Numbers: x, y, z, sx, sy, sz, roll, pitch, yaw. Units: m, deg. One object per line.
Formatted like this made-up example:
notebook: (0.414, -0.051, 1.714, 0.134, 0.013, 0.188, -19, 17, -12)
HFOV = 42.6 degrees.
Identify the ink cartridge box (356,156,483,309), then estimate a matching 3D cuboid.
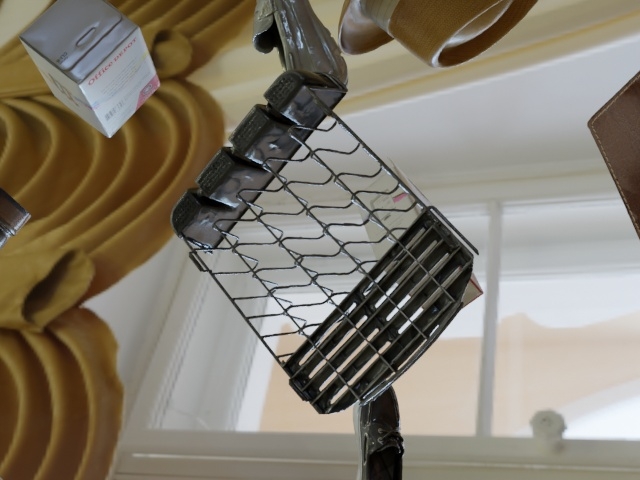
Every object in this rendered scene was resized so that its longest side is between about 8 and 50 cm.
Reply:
ink cartridge box: (0.106, -0.007, 0.951, 0.115, 0.067, 0.198, 45, -164, -25)

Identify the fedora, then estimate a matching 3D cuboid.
fedora: (0.102, -0.181, 0.575, 0.079, 0.194, 0.194, 50, -164, 10)

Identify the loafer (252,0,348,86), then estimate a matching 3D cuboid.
loafer: (-0.064, -0.353, 1.327, 0.112, 0.111, 0.319, 87, 157, -66)

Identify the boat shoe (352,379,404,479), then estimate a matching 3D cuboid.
boat shoe: (0.093, 0.317, 1.234, 0.076, 0.080, 0.229, -30, 47, 59)

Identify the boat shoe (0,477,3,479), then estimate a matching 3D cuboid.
boat shoe: (-0.245, 0.217, 0.614, 0.066, 0.066, 0.183, 49, 148, 44)

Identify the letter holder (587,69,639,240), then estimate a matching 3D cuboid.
letter holder: (0.357, -0.020, 0.574, 0.214, 0.152, 0.302, 119, 138, -62)

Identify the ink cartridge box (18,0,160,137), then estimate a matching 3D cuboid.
ink cartridge box: (-0.344, -0.270, 1.245, 0.128, 0.127, 0.176, -49, -11, -15)

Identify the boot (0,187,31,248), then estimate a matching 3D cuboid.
boot: (-0.331, -0.036, 0.638, 0.106, 0.082, 0.219, -55, -38, -13)

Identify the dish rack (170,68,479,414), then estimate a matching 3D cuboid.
dish rack: (0.000, 0.000, 0.702, 0.271, 0.208, 0.074, 49, -162, 24)
